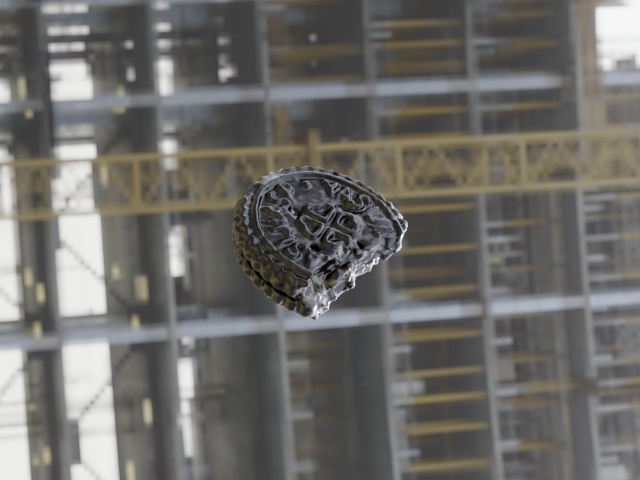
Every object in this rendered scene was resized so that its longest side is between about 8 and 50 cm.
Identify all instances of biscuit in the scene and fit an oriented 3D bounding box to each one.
[{"bbox_3d":[0.000,0.000,0.811,0.089,0.087,0.027,-101,-156,-46],"label":"biscuit"}]
